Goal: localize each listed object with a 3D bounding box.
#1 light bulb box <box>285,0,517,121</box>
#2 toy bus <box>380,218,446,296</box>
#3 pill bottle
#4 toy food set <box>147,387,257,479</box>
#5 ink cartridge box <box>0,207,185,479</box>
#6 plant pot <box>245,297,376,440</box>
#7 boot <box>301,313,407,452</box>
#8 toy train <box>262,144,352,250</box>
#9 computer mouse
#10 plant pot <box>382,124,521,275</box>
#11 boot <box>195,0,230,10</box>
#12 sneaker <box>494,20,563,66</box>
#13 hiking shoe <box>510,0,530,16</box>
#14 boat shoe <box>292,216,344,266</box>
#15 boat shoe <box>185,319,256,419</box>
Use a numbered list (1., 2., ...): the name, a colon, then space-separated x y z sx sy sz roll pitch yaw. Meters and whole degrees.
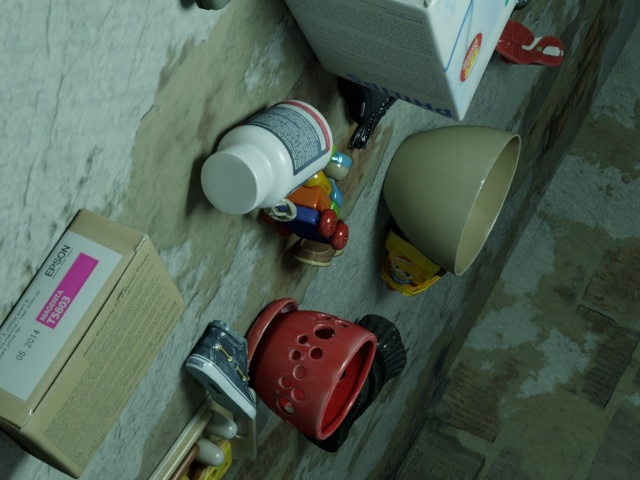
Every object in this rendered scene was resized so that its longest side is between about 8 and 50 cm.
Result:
1. light bulb box: 0.134 -0.394 1.527 0.358 0.225 0.361 -64 162 -7
2. toy bus: 0.193 0.039 2.486 0.220 0.149 0.211 -35 162 -56
3. pill bottle: -0.069 -0.101 1.517 0.180 0.108 0.108 -40 150 -55
4. toy food set: -0.187 0.394 1.863 0.306 0.092 0.219 -54 159 -33
5. ink cartridge box: -0.253 0.112 1.284 0.234 0.088 0.193 -59 161 -20
6. plant pot: -0.028 0.199 1.933 0.191 0.174 0.191 -56 161 -31
7. boot: 0.077 0.238 2.370 0.260 0.131 0.348 -47 167 -31
8. toy train: -0.016 -0.083 1.730 0.248 0.105 0.143 45 59 -72
9. computer mouse: 0.103 -0.259 1.901 0.184 0.060 0.262 -59 162 -19
10. plant pot: 0.229 -0.101 2.273 0.284 0.191 0.284 -56 161 -30
11. boot: -0.015 -0.322 1.281 0.246 0.161 0.083 -57 161 -25
12. sneaker: 0.397 -0.403 2.566 0.221 0.128 0.087 13 82 -38
13. hiking shoe: 0.434 -0.568 2.479 0.227 0.086 0.114 -58 176 -7
14. boat shoe: 0.000 0.000 1.953 0.178 0.064 0.060 -35 141 -71
15. boat shoe: -0.126 0.191 1.768 0.083 0.065 0.183 -60 147 -22
